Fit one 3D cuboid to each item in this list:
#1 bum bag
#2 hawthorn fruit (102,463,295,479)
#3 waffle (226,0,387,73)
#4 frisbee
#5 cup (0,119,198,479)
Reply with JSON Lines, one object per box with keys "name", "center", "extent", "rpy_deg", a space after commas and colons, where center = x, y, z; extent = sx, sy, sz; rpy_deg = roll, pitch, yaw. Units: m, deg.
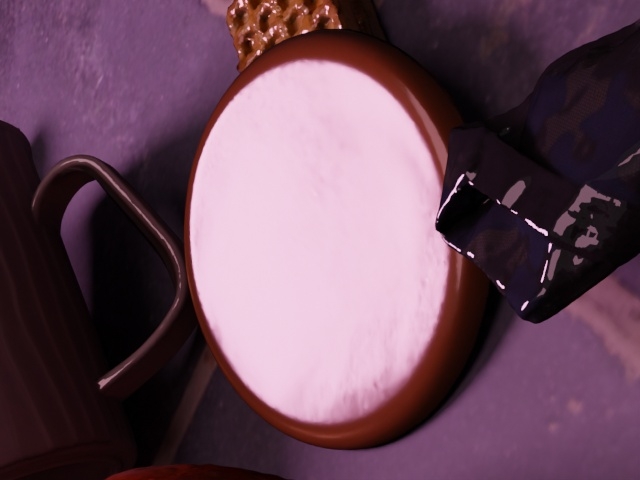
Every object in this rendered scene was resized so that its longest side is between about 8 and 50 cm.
{"name": "bum bag", "center": [0.172, -0.068, 0.660], "extent": [0.310, 0.074, 0.137], "rpy_deg": [-37, 41, 33]}
{"name": "hawthorn fruit", "center": [-0.073, 0.228, 0.713], "extent": [0.276, 0.307, 0.276], "rpy_deg": [-35, 41, 37]}
{"name": "waffle", "center": [-0.006, -0.121, 0.925], "extent": [0.102, 0.042, 0.148], "rpy_deg": [-44, 49, 35]}
{"name": "frisbee", "center": [0.000, 0.000, 0.860], "extent": [0.251, 0.021, 0.251], "rpy_deg": [4, 96, 44]}
{"name": "cup", "center": [-0.240, 0.063, 1.037], "extent": [0.273, 0.288, 0.208], "rpy_deg": [64, 159, 20]}
